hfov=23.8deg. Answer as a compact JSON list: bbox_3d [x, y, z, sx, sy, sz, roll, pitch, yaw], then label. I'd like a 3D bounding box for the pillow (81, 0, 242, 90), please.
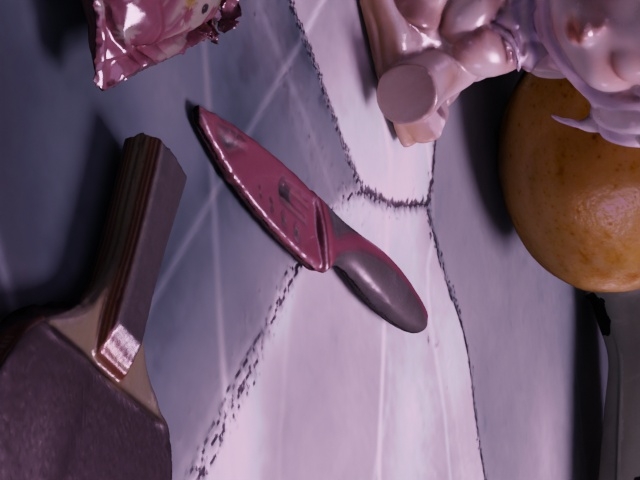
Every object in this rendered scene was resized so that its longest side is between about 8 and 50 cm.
[{"bbox_3d":[-0.066,-0.151,0.534,0.118,0.043,0.185,-44,135,-61],"label":"pillow"}]

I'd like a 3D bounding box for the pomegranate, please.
[{"bbox_3d":[0.203,-0.049,0.976,0.196,0.196,0.196,-3,90,-66],"label":"pomegranate"}]

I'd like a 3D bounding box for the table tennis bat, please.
[{"bbox_3d":[-0.079,0.064,0.508,0.130,0.019,0.220,54,41,-53],"label":"table tennis bat"}]

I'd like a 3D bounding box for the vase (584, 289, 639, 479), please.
[{"bbox_3d":[0.270,0.209,1.141,0.165,0.165,0.360,17,67,-65],"label":"vase"}]

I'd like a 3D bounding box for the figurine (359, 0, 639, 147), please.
[{"bbox_3d":[0.146,-0.124,0.793,0.141,0.236,0.163,-65,147,-60],"label":"figurine"}]

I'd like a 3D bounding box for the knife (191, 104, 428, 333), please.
[{"bbox_3d":[0.000,0.000,0.705,0.247,0.018,0.035,40,54,-56],"label":"knife"}]
